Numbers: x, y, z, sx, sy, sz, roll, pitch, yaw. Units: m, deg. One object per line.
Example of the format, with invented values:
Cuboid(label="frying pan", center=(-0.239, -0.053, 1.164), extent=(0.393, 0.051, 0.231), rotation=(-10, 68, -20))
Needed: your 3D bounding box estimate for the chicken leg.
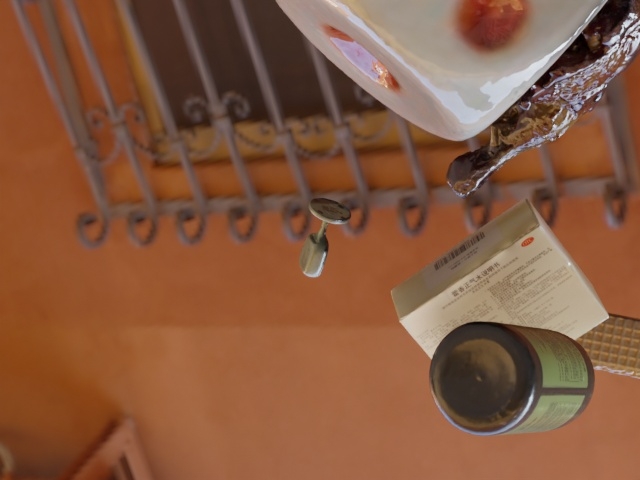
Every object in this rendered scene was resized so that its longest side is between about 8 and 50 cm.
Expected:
Cuboid(label="chicken leg", center=(0.252, -0.160, 1.637), extent=(0.177, 0.083, 0.322), rotation=(-38, 172, -32))

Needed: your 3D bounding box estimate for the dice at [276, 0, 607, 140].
Cuboid(label="dice", center=(0.136, -0.292, 1.492), extent=(0.304, 0.277, 0.304), rotation=(-49, -177, -3))

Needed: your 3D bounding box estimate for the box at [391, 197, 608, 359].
Cuboid(label="box", center=(0.221, 0.077, 1.871), extent=(0.212, 0.168, 0.095), rotation=(-35, -156, 11))

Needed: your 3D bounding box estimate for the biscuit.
Cuboid(label="biscuit", center=(0.520, 0.171, 2.244), extent=(0.379, 0.094, 0.054), rotation=(11, 179, 1))

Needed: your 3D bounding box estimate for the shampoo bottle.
Cuboid(label="shampoo bottle", center=(0.198, 0.132, 1.421), extent=(0.101, 0.101, 0.284), rotation=(-5, 173, 26))

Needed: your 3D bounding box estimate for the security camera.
Cuboid(label="security camera", center=(0.000, 0.000, 1.865), extent=(0.058, 0.092, 0.058), rotation=(15, -154, -7))
